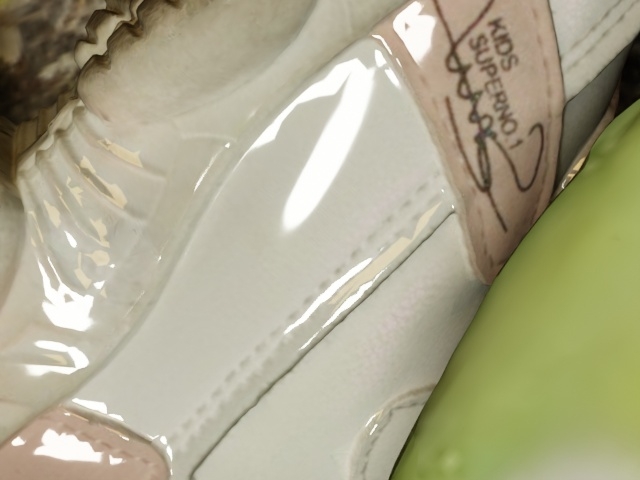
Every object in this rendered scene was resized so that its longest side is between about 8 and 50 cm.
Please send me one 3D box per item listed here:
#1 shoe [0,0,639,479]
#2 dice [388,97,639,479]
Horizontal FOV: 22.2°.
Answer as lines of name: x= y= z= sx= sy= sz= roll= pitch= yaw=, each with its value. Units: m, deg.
shoe: x=0.000 y=-0.002 z=0.505 sx=0.351 sy=0.198 sz=0.172 roll=-40 pitch=19 yaw=10
dice: x=0.176 y=0.094 z=0.346 sx=0.250 sy=0.252 sz=0.254 roll=-53 pitch=49 yaw=6
